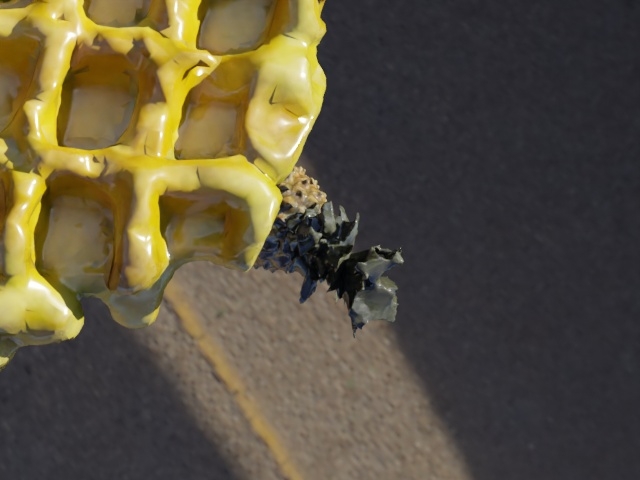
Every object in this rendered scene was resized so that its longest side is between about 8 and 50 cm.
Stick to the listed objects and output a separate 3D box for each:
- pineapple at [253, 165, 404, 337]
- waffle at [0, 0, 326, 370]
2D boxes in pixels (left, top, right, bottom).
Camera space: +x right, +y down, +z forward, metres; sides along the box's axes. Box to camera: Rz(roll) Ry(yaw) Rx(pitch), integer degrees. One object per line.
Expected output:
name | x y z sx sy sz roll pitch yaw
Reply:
pineapple | 0.000 0.000 0.731 0.058 0.124 0.058 -17 119 -33
waffle | -0.099 -0.091 0.476 0.249 0.253 0.056 -46 175 -16
